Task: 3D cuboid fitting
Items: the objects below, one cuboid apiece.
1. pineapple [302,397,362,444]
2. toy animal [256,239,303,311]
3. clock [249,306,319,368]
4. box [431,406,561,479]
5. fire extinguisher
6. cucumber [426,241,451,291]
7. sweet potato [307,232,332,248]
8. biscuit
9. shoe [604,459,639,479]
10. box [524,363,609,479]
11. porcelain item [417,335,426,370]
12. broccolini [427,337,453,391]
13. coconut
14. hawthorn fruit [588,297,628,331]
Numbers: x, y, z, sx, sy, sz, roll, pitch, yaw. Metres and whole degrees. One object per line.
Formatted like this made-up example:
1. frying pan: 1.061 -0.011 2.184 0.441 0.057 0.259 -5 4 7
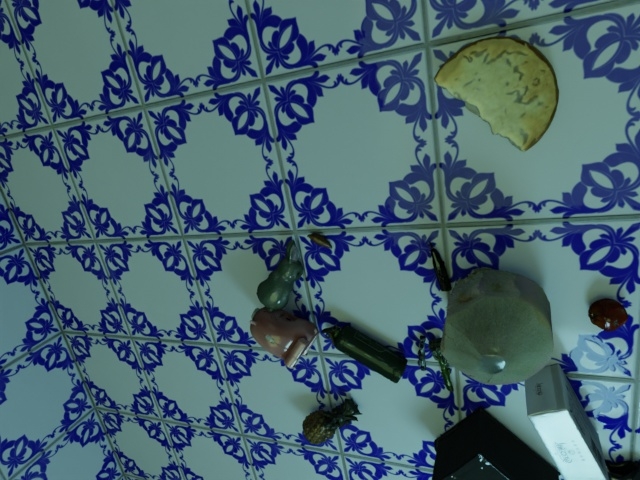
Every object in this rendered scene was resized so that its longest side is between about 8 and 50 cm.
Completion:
1. pineapple: 0.044 0.702 1.660 0.248 0.128 0.128 -39 93 26
2. toy animal: -0.122 0.124 1.488 0.127 0.125 0.251 41 108 34
3. clock: -0.137 0.315 1.517 0.241 0.227 0.142 32 95 12
4. box: 0.579 0.789 1.408 0.345 0.204 0.251 38 121 5
5. fire extinguisher: 0.146 0.383 1.491 0.311 0.095 0.114 29 150 9
6. cucumber: 0.366 0.082 1.300 0.039 0.043 0.163 -22 106 -9
7. sweet potato: 0.000 0.000 1.426 0.095 0.034 0.034 28 120 -2
8. biscuit: 0.459 -0.385 1.055 0.309 0.040 0.204 40 122 3
9. shoe: 0.954 0.727 1.286 0.228 0.099 0.112 -4 102 26
10. box: 0.714 0.541 1.244 0.116 0.203 0.274 -27 99 30
11. porcelain item: 0.338 0.394 1.419 0.021 0.075 0.136 2 111 22
12. broccolini: 0.404 0.419 1.422 0.058 0.067 0.216 -4 119 28
13. coconut: 0.472 0.236 1.157 0.298 0.309 0.297 9 114 21
14. hawthorn fruit: 0.780 0.199 1.147 0.093 0.093 0.093 9 115 20
